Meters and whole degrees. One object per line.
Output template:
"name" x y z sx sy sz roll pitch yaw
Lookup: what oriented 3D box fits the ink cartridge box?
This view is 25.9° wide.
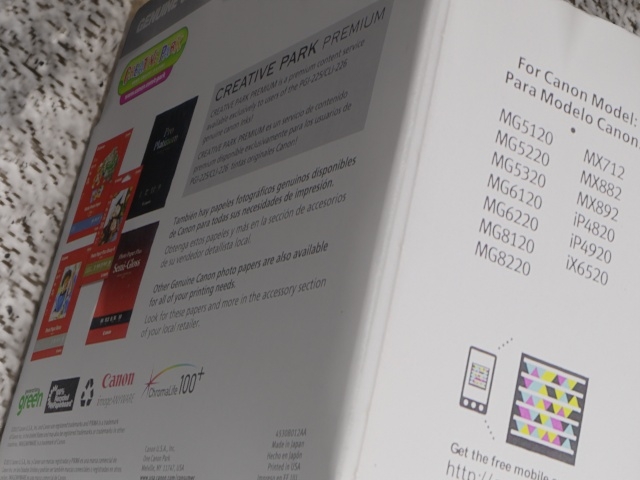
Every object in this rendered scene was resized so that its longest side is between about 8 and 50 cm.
"ink cartridge box" 0.000 0.000 0.595 0.130 0.309 0.272 22 72 -28
